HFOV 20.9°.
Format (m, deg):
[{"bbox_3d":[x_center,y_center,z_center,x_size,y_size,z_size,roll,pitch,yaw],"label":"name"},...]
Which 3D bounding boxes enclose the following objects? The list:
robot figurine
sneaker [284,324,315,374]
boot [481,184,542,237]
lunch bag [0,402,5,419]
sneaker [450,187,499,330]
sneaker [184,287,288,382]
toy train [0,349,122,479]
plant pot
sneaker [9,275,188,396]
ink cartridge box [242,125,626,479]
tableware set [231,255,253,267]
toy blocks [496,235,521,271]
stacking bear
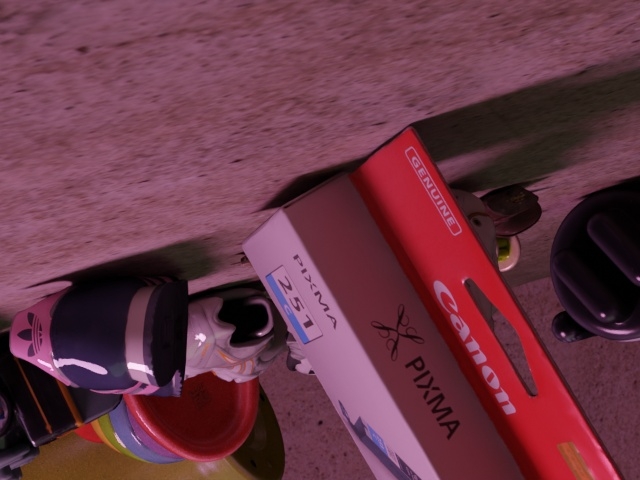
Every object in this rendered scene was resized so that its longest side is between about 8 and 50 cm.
[{"bbox_3d":[0.362,0.022,1.949,0.209,0.174,0.278,-6,180,30],"label":"robot figurine"},{"bbox_3d":[0.044,0.095,1.814,0.146,0.123,0.330,15,176,2],"label":"sneaker"},{"bbox_3d":[0.186,-0.032,1.648,0.106,0.037,0.114,-15,170,-22],"label":"boot"},{"bbox_3d":[-0.381,0.140,1.538,0.176,0.090,0.219,-12,173,-6],"label":"lunch bag"},{"bbox_3d":[0.091,0.027,1.434,0.105,0.123,0.290,-6,-169,11],"label":"sneaker"},{"bbox_3d":[-0.081,0.098,1.901,0.121,0.099,0.262,-23,172,27],"label":"sneaker"},{"bbox_3d":[-0.301,0.167,1.815,0.190,0.142,0.334,-24,176,-9],"label":"toy train"},{"bbox_3d":[-0.251,0.303,2.362,0.353,0.367,0.366,-29,170,17],"label":"plant pot"},{"bbox_3d":[-0.183,0.079,1.504,0.131,0.112,0.319,2,172,1],"label":"sneaker"},{"bbox_3d":[0.071,0.090,1.179,0.066,0.296,0.261,-30,178,-19],"label":"ink cartridge box"},{"bbox_3d":[0.000,0.000,1.518,0.168,0.020,0.141,-16,174,4],"label":"tableware set"},{"bbox_3d":[0.135,0.022,1.918,0.123,0.054,0.148,-19,173,37],"label":"toy blocks"},{"bbox_3d":[-0.216,0.187,2.087,0.175,0.164,0.289,-34,-165,-34],"label":"stacking bear"}]
